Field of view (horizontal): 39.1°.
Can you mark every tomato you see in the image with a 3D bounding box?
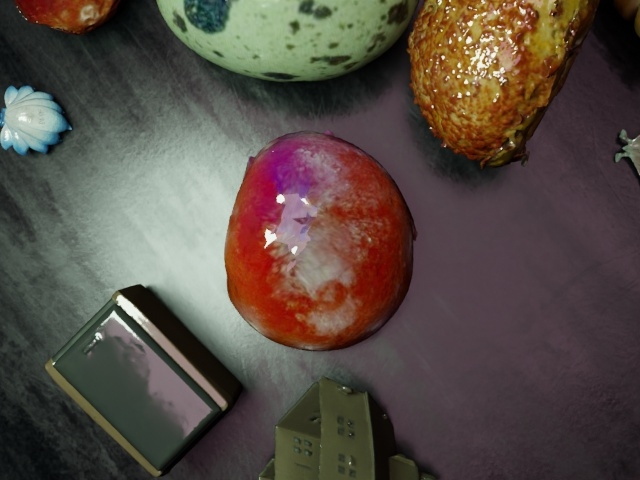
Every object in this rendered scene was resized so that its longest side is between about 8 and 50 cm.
[{"bbox_3d":[0.001,-0.005,1.307,0.289,0.176,0.335,11,87,2],"label":"tomato"}]

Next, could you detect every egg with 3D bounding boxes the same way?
[{"bbox_3d":[-0.047,-0.365,1.269,0.379,0.287,0.288,-5,87,2],"label":"egg"}]

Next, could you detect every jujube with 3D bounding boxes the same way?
[{"bbox_3d":[-0.375,-0.433,1.352,0.183,0.183,0.243,11,93,5],"label":"jujube"}]

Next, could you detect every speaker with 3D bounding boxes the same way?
[{"bbox_3d":[-0.248,0.199,1.308,0.231,0.192,0.153,45,90,1],"label":"speaker"}]

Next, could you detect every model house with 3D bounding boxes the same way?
[{"bbox_3d":[0.054,0.357,1.295,0.243,0.211,0.204,21,133,-22],"label":"model house"}]

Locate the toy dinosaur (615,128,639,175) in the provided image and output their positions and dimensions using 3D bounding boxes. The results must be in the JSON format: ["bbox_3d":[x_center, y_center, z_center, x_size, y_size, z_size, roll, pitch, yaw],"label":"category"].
[{"bbox_3d":[0.499,-0.129,1.347,0.108,0.032,0.220,6,97,1],"label":"toy dinosaur"}]

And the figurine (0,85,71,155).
[{"bbox_3d":[-0.440,-0.185,1.403,0.114,0.079,0.114,7,76,-31],"label":"figurine"}]

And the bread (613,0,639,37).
[{"bbox_3d":[0.475,-0.413,1.309,0.173,0.121,0.311,-33,74,-1],"label":"bread"}]

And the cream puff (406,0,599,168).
[{"bbox_3d":[0.241,-0.276,1.238,0.228,0.350,0.350,28,89,12],"label":"cream puff"}]
